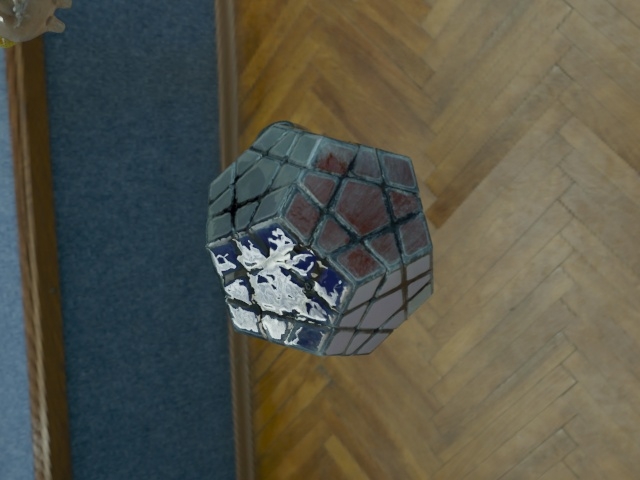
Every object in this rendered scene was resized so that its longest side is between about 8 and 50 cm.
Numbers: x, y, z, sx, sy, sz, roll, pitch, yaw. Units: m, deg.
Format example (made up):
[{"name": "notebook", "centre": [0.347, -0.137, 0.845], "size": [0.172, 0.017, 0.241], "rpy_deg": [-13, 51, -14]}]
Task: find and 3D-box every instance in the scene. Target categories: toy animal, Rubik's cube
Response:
[{"name": "toy animal", "centre": [-0.513, -0.386, 1.254], "size": [0.149, 0.248, 0.165], "rpy_deg": [36, 111, 58]}, {"name": "Rubik's cube", "centre": [0.000, 0.001, 1.057], "size": [0.319, 0.264, 0.319], "rpy_deg": [11, 120, 20]}]

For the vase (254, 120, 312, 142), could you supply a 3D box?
[{"name": "vase", "centre": [-0.042, -0.114, 1.397], "size": [0.120, 0.120, 0.183], "rpy_deg": [6, 140, 36]}]
